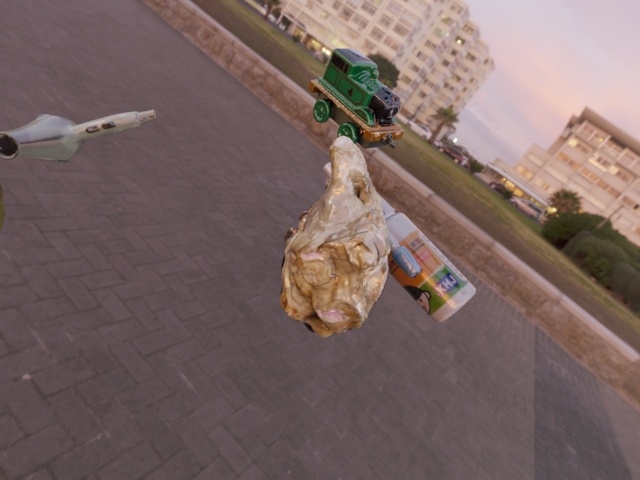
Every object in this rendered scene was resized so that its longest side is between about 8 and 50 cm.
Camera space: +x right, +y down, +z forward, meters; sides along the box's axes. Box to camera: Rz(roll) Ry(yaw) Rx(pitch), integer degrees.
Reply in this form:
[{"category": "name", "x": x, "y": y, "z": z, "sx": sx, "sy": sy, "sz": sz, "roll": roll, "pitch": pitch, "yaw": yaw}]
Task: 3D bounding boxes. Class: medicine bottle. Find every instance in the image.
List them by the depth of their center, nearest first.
[{"category": "medicine bottle", "x": 0.083, "y": -0.003, "z": 0.510, "sx": 0.220, "sy": 0.061, "sz": 0.092, "roll": 49, "pitch": 9, "yaw": 15}]

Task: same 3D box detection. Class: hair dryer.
[{"category": "hair dryer", "x": -0.427, "y": -0.177, "z": 0.730, "sx": 0.219, "sy": 0.225, "sz": 0.088, "roll": -57, "pitch": 137, "yaw": -63}]

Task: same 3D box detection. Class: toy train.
[{"category": "toy train", "x": 0.067, "y": -0.253, "z": 0.778, "sx": 0.091, "sy": 0.136, "sz": 0.227, "roll": -14, "pitch": 50, "yaw": -39}]

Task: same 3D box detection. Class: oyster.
[{"category": "oyster", "x": 0.000, "y": 0.000, "z": 0.406, "sx": 0.081, "sy": 0.190, "sz": 0.163, "roll": 9, "pitch": -3, "yaw": -35}]

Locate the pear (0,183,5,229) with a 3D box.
[{"category": "pear", "x": -0.499, "y": -0.053, "z": 0.409, "sx": 0.321, "sy": 0.269, "sz": 0.269, "roll": -2, "pitch": 41, "yaw": -47}]
